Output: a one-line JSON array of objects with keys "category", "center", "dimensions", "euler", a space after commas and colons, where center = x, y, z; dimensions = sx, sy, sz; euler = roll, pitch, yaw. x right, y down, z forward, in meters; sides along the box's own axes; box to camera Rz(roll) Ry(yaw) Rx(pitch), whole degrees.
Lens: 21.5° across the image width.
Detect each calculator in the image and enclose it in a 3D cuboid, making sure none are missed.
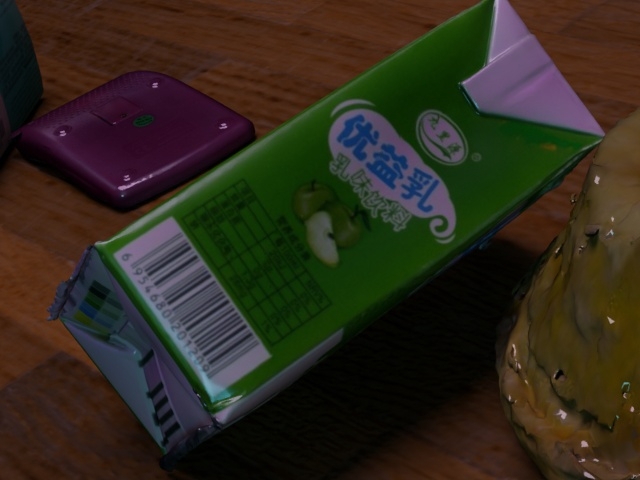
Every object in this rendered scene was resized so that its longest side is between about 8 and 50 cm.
[{"category": "calculator", "center": [-0.143, -0.083, 1.254], "dimensions": [0.126, 0.034, 0.190], "euler": [-30, 31, -24]}]

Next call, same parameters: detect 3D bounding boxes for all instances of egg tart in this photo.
[{"category": "egg tart", "center": [0.237, -0.002, 0.792], "dimensions": [0.345, 0.132, 0.345], "euler": [-15, 26, 8]}]

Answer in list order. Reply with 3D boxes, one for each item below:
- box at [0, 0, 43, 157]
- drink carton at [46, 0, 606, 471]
[{"category": "box", "center": [-0.397, -0.095, 1.330], "dimensions": [0.311, 0.118, 0.205], "euler": [-11, 26, 14]}, {"category": "drink carton", "center": [0.000, 0.000, 0.879], "dimensions": [0.271, 0.108, 0.161], "euler": [-34, -4, -21]}]
